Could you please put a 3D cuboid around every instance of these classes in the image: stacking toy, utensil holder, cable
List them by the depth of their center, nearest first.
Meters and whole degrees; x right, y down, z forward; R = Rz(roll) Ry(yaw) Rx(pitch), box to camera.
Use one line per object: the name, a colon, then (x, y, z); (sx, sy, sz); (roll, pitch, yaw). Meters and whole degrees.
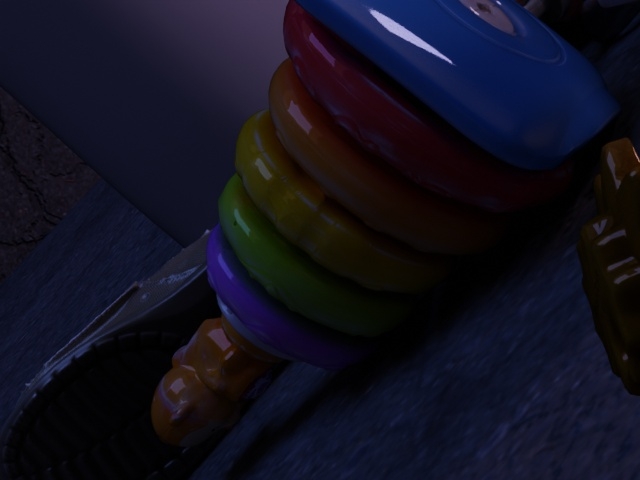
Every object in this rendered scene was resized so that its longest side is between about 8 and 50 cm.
stacking toy: (0.000, 0.000, 0.911); (0.302, 0.165, 0.175); (-54, -8, 23)
cable: (0.173, -0.195, 1.083); (0.139, 0.072, 0.287); (-21, 27, 54)
utensil holder: (-0.113, -0.208, 1.383); (0.327, 0.385, 0.327); (-45, 11, 11)

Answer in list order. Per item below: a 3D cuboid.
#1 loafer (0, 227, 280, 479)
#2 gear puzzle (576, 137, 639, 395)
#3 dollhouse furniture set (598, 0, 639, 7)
loafer: (-0.080, 0.065, 1.079); (0.268, 0.102, 0.092); (-38, 9, -4)
gear puzzle: (0.089, 0.034, 0.364); (0.044, 0.176, 0.339); (-15, 13, 0)
dollhouse furniture set: (0.138, -0.209, 0.850); (0.286, 0.198, 0.303); (-13, 5, -29)
